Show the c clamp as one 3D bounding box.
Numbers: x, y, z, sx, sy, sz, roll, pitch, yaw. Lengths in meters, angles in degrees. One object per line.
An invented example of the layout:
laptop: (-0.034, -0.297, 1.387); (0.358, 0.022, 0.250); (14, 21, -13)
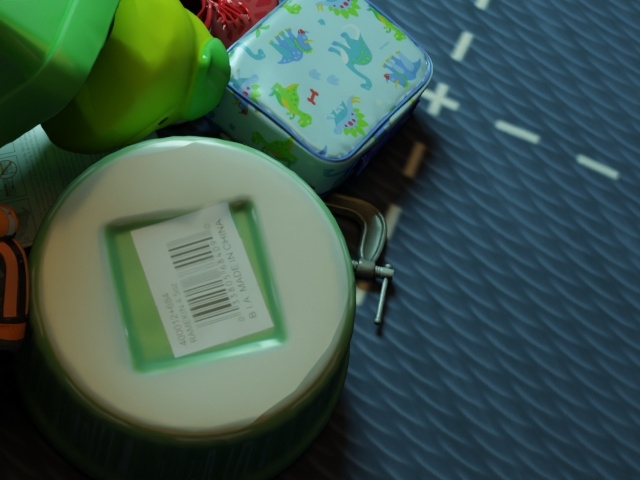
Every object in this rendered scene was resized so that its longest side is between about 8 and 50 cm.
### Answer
c clamp: (0.000, 0.000, 1.606); (0.160, 0.022, 0.137); (19, 52, 2)

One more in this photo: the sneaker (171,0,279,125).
sneaker: (-0.100, -0.222, 1.679); (0.087, 0.128, 0.221); (27, 55, 7)

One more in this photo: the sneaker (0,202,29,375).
sneaker: (-0.388, 0.071, 1.313); (0.321, 0.124, 0.180); (-4, 96, 6)

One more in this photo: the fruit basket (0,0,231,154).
fruit basket: (-0.251, -0.155, 1.443); (0.392, 0.392, 0.283); (16, 57, -1)

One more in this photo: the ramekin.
ramekin: (-0.113, 0.059, 1.416); (0.303, 0.148, 0.303); (3, 69, -8)

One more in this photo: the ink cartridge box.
ink cartridge box: (-0.279, -0.091, 1.591); (0.239, 0.060, 0.275); (-13, 59, -12)

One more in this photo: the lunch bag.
lunch bag: (-0.001, -0.149, 1.660); (0.176, 0.090, 0.219); (39, 51, 6)
